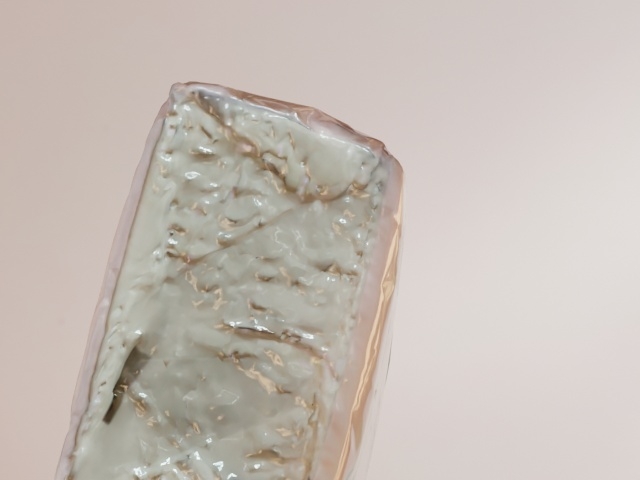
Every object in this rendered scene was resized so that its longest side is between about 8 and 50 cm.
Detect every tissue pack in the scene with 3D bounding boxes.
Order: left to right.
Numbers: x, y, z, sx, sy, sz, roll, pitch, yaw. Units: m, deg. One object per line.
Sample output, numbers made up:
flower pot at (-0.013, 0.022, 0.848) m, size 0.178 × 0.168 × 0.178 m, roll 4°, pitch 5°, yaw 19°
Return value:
tissue pack at (-0.034, 0.071, 0.859) m, size 0.271 × 0.124 × 0.201 m, roll 85°, pitch -164°, yaw -73°
